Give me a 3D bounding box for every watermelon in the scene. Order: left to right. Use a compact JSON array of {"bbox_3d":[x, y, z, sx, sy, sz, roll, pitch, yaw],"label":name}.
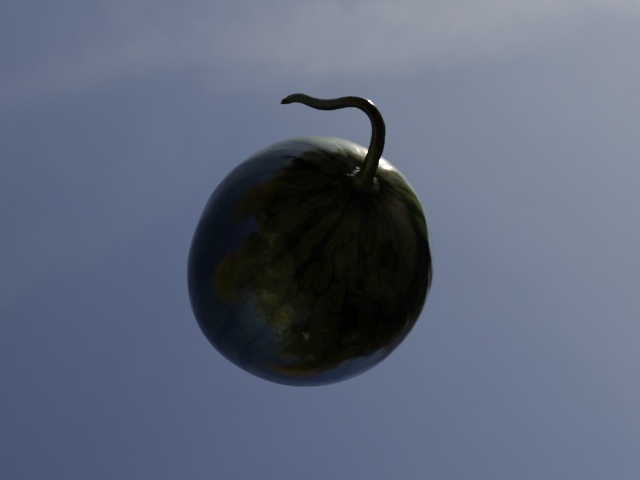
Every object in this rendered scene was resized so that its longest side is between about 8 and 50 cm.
[{"bbox_3d":[0.000,0.000,0.888,0.141,0.187,0.141,13,-134,-14],"label":"watermelon"}]
